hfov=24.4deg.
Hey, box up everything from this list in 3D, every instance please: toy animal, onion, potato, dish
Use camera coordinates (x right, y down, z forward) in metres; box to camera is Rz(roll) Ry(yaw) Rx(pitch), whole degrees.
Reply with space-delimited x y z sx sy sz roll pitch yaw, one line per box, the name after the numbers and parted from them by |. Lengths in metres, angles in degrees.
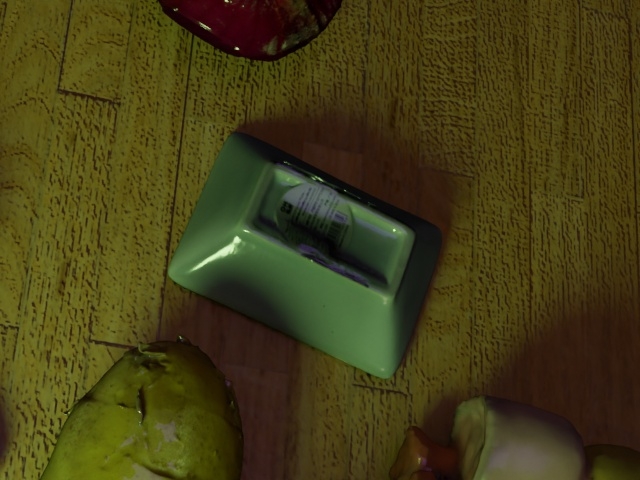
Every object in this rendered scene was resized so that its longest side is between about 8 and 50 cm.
0.211 0.240 1.334 0.281 0.169 0.195 25 26 -10 | toy animal
-0.068 -0.256 1.431 0.195 0.218 0.139 28 87 -13 | onion
-0.150 0.225 1.221 0.173 0.140 0.300 17 67 -20 | potato
0.000 0.000 1.414 0.243 0.080 0.182 25 61 -6 | dish
